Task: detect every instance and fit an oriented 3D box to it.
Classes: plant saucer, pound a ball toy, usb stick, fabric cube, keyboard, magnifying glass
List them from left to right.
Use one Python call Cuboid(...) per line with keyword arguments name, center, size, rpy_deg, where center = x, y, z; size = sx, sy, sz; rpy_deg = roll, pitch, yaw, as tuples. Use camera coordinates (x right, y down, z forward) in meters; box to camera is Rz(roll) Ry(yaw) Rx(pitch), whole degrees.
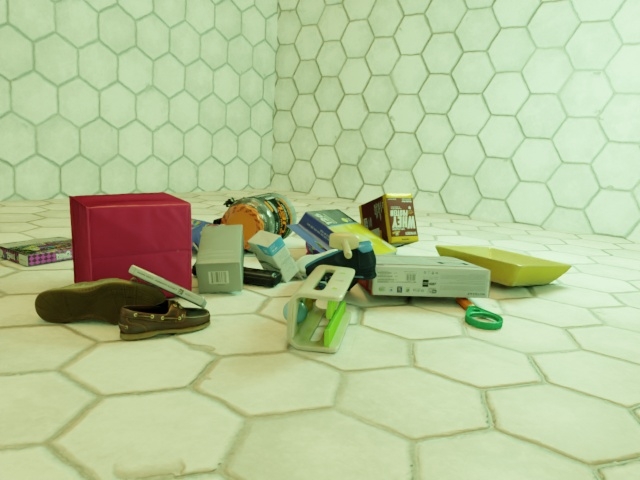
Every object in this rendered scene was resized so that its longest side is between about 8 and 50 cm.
Cuboid(name="fabric cube", center=(-0.509, 0.012, 1.501), size=(0.258, 0.259, 0.254), rpy_deg=(-6, 15, -33))
Cuboid(name="keyboard", center=(-0.348, -0.087, 2.231), size=(0.033, 0.202, 0.317), rpy_deg=(21, 14, 12))
Cuboid(name="usb stick", center=(-0.254, 0.099, 1.685), size=(0.278, 0.045, 0.077), rpy_deg=(6, 7, 16))
Cuboid(name="pound a ball toy", center=(0.003, 0.103, 1.301), size=(0.135, 0.208, 0.319), rpy_deg=(5, 11, 8))
Cuboid(name="magnifying glass", center=(0.407, 0.188, 1.480), size=(0.092, 0.026, 0.231), rpy_deg=(2, 12, -6))
Cuboid(name="plant saucer", center=(0.602, 0.086, 1.873), size=(0.332, 0.081, 0.332), rpy_deg=(2, 10, -40))

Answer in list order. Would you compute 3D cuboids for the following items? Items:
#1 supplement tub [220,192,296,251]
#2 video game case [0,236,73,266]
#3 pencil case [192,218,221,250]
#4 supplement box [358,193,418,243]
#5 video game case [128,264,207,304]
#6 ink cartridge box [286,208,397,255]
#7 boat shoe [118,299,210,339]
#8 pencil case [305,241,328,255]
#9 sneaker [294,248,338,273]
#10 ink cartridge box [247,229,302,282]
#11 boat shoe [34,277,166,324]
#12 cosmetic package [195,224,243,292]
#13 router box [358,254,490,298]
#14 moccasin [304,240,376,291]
Cuboid(name="supplement tub", center=(-0.238, -0.073, 2.171), size=(0.207, 0.207, 0.338), rpy_deg=(6, 11, 16))
Cuboid(name="video game case", center=(-0.907, 0.032, 1.846), size=(0.210, 0.042, 0.232), rpy_deg=(10, 13, 33))
Cuboid(name="pencil case", center=(-0.475, -0.016, 2.039), size=(0.306, 0.119, 0.133), rpy_deg=(11, 41, 32))
Cuboid(name="supplement box", center=(0.264, -0.069, 2.194), size=(0.129, 0.191, 0.194), rpy_deg=(-2, -9, -29))
Cuboid(name="video game case", center=(-0.351, 0.112, 1.311), size=(0.173, 0.022, 0.190), rpy_deg=(25, -13, -5))
Cuboid(name="ink cartridge box", center=(0.082, -0.009, 2.014), size=(0.303, 0.072, 0.307), rpy_deg=(37, 23, 24))
Cuboid(name="boat shoe", center=(-0.335, 0.166, 1.228), size=(0.207, 0.073, 0.073), rpy_deg=(-4, 10, -39))
Cuboid(name="pencil case", center=(0.000, 0.000, 2.160), size=(0.104, 0.104, 0.236), rpy_deg=(5, 10, 9))
Cuboid(name="sneaker", center=(0.000, 0.076, 1.814), size=(0.212, 0.080, 0.094), rpy_deg=(0, -13, -31))
Cuboid(name="ink cartridge box", center=(-0.136, 0.062, 1.715), size=(0.104, 0.180, 0.060), rpy_deg=(14, 49, 46))
Cuboid(name="boat shoe", center=(-0.491, 0.130, 1.277), size=(0.285, 0.105, 0.089), rpy_deg=(2, 13, -3))
Cuboid(name="cosmetic package", center=(-0.286, 0.047, 1.620), size=(0.127, 0.107, 0.238), rpy_deg=(-2, 25, -3))
Cuboid(name="router box", center=(0.287, 0.101, 1.670), size=(0.335, 0.082, 0.301), rpy_deg=(2, 5, -6))
Cuboid(name="moccasin", center=(0.046, 0.094, 1.576), size=(0.137, 0.117, 0.342), rpy_deg=(-15, -6, -21))
